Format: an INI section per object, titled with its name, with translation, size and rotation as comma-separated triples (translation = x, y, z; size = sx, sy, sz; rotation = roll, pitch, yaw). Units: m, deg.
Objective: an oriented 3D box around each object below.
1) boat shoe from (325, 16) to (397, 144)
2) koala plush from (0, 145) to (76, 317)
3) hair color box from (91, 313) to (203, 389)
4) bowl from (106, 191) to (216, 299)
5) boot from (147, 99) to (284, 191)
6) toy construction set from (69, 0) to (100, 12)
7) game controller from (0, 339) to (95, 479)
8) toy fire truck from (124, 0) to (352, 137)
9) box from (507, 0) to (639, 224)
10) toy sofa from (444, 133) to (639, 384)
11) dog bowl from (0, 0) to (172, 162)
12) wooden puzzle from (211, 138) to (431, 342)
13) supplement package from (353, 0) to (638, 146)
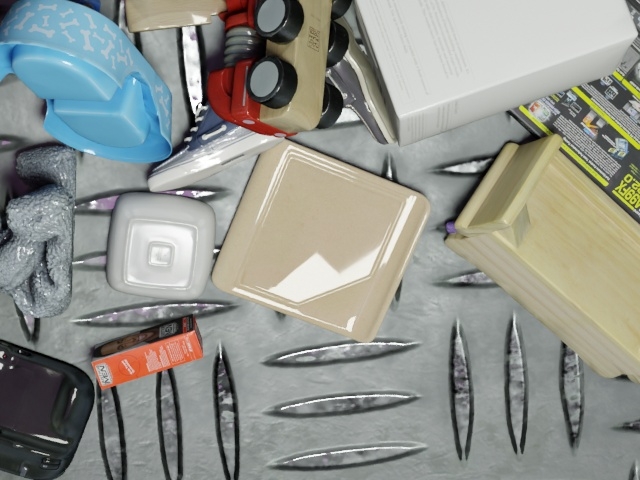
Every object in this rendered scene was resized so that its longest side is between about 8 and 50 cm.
[boat shoe]
translation = 0.033, -0.209, 1.518
size = 0.065, 0.075, 0.206
rotation = -24, 106, 25
[koala plush]
translation = -0.418, -0.001, 1.448
size = 0.221, 0.196, 0.203
rotation = 2, 116, -11
[hair color box]
translation = -0.229, 0.148, 1.561
size = 0.141, 0.072, 0.043
rotation = -18, 106, -3
[bowl]
translation = -0.210, 0.012, 1.542
size = 0.142, 0.053, 0.142
rotation = 7, 101, -9
[boot]
translation = -0.146, -0.134, 1.516
size = 0.190, 0.069, 0.086
rotation = -23, 83, 3
[toy construction set]
translation = -0.367, -0.403, 1.325
size = 0.237, 0.257, 0.309
rotation = -4, 82, -14
[game controller]
translation = -0.468, 0.206, 1.561
size = 0.319, 0.067, 0.167
rotation = 21, 86, -12
[toy fire truck]
translation = -0.108, -0.241, 1.438
size = 0.158, 0.246, 0.217
rotation = 17, 74, -49
[box]
translation = 0.409, -0.176, 1.567
size = 0.270, 0.060, 0.216
rotation = 39, 97, -13
[toy sofa]
translation = 0.355, 0.032, 1.582
size = 0.362, 0.177, 0.150
rotation = 39, 71, -14
[dog bowl]
translation = -0.275, -0.186, 1.383
size = 0.165, 0.297, 0.074
rotation = 5, 71, 19
[wooden puzzle]
translation = 0.000, 0.000, 1.572
size = 0.238, 0.044, 0.221
rotation = 22, 100, -7
[supplement package]
translation = 0.205, -0.254, 1.424
size = 0.292, 0.175, 0.178
rotation = -19, 81, 2
